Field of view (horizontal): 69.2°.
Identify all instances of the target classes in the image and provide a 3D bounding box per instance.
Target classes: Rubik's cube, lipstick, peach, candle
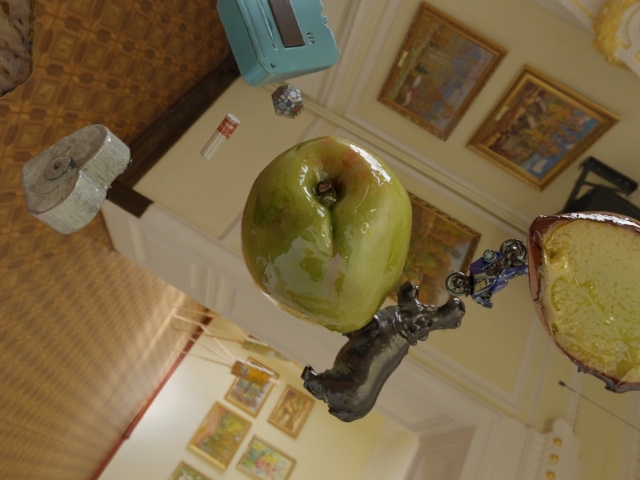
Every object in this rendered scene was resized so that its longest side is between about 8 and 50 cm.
[{"bbox_3d":[-0.106,-0.444,1.491,0.111,0.111,0.093,-58,-166,-27],"label":"Rubik's cube"},{"bbox_3d":[-0.258,-0.264,1.192,0.131,0.038,0.038,-46,-177,24],"label":"lipstick"},{"bbox_3d":[0.517,0.082,0.866,0.257,0.362,0.201,-44,176,22],"label":"peach"},{"bbox_3d":[0.002,-0.008,0.804,0.316,0.281,0.314,112,-9,-69],"label":"peach"},{"bbox_3d":[-0.415,-0.104,0.768,0.068,0.168,0.192,58,42,-50],"label":"candle"}]

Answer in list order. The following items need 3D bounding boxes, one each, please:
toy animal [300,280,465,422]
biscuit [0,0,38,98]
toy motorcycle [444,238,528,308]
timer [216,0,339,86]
[{"bbox_3d":[0.117,0.192,0.908,0.343,0.168,0.106,-39,155,-14],"label":"toy animal"},{"bbox_3d":[-0.523,-0.296,0.534,0.359,0.359,0.046,-60,-146,23],"label":"biscuit"},{"bbox_3d":[0.581,0.121,1.552,0.315,0.169,0.113,-31,162,1],"label":"toy motorcycle"},{"bbox_3d":[-0.093,-0.503,1.107,0.250,0.232,0.091,-23,-175,-32],"label":"timer"}]
